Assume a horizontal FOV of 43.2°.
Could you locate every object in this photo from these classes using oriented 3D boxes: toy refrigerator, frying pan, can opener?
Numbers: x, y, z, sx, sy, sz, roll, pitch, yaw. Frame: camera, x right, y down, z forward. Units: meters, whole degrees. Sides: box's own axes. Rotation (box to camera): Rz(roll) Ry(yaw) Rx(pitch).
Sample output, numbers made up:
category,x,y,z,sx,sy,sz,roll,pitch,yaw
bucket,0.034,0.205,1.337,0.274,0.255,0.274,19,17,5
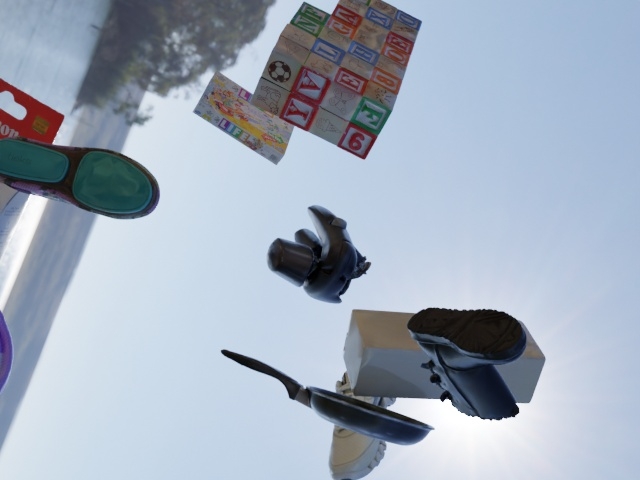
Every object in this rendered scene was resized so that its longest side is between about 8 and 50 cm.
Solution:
category,x,y,z,sx,sy,sz,roll,pitch,yaw
toy refrigerator,0.176,0.173,1.185,0.102,0.270,0.094,-108,-155,-61
frying pan,0.008,0.233,1.171,0.197,0.326,0.053,153,-45,-80
can opener,0.000,0.000,0.668,0.059,0.073,0.186,-53,-171,12

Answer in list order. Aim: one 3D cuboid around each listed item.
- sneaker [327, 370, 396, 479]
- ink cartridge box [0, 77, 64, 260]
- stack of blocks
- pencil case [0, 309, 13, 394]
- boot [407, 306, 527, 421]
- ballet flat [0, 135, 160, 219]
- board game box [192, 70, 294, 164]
category,x,y,z,sx,sy,sz,roll,pitch,yaw
sneaker,0.062,0.308,1.450,0.110,0.118,0.292,-17,-156,22
ink cartridge box,-0.450,-0.100,1.029,0.224,0.181,0.056,-62,168,11
stack of blocks,0.032,-0.257,1.144,0.087,0.171,0.297,-61,-175,39
pencil case,-0.221,0.077,0.358,0.206,0.086,0.088,-32,-168,34
boot,0.129,0.103,0.640,0.045,0.099,0.121,-44,-155,-26
ballet flat,-0.277,-0.069,0.937,0.079,0.222,0.076,61,44,-72
board game box,-0.118,-0.195,1.281,0.026,0.154,0.103,-48,-162,35
